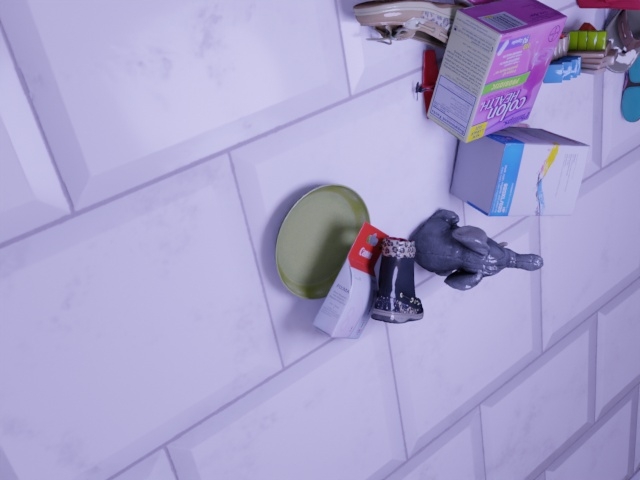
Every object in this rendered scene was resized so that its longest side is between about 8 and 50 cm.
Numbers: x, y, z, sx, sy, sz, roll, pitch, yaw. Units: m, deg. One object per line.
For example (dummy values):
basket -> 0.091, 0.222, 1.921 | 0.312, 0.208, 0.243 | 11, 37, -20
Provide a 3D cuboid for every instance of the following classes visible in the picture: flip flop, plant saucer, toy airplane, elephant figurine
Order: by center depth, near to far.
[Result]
plant saucer -> 0.000, 0.000, 1.381 | 0.241, 0.037, 0.241 | -15, 115, -35
toy airplane -> 0.258, -0.334, 1.467 | 0.151, 0.028, 0.151 | -17, 119, -34
elephant figurine -> 0.331, 0.029, 1.526 | 0.186, 0.239, 0.169 | -48, 130, -14
flip flop -> 0.793, -0.542, 1.719 | 0.080, 0.112, 0.277 | -71, -178, -47

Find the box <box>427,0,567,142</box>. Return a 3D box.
box -> 0.359, -0.353, 1.415 | 0.213, 0.117, 0.243 | -23, 141, -33

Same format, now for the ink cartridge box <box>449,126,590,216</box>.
ink cartridge box -> 0.446, -0.158, 1.552 | 0.232, 0.171, 0.168 | -1, 112, -22

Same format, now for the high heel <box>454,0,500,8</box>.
high heel -> 0.367, -0.516, 1.443 | 0.244, 0.082, 0.117 | 5, 111, -44

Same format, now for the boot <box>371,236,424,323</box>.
boot -> 0.182, 0.084, 1.504 | 0.236, 0.085, 0.179 | 0, 97, -67

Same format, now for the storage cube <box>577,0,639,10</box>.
storage cube -> 0.699, -0.673, 1.592 | 0.215, 0.183, 0.193 | -49, 129, -13

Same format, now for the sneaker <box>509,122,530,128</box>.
sneaker -> 0.450, -0.222, 1.658 | 0.070, 0.051, 0.134 | 8, 109, -27

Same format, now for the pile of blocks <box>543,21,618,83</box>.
pile of blocks -> 0.571, -0.445, 1.599 | 0.362, 0.149, 0.113 | -24, 121, -30

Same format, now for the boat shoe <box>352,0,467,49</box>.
boat shoe -> 0.179, -0.412, 1.321 | 0.285, 0.104, 0.089 | -11, 112, -37

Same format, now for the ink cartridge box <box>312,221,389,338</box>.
ink cartridge box -> 0.084, 0.091, 1.420 | 0.232, 0.066, 0.189 | -59, 158, 3

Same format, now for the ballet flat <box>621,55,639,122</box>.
ballet flat -> 0.882, -0.442, 1.914 | 0.079, 0.077, 0.221 | -43, 131, -43
